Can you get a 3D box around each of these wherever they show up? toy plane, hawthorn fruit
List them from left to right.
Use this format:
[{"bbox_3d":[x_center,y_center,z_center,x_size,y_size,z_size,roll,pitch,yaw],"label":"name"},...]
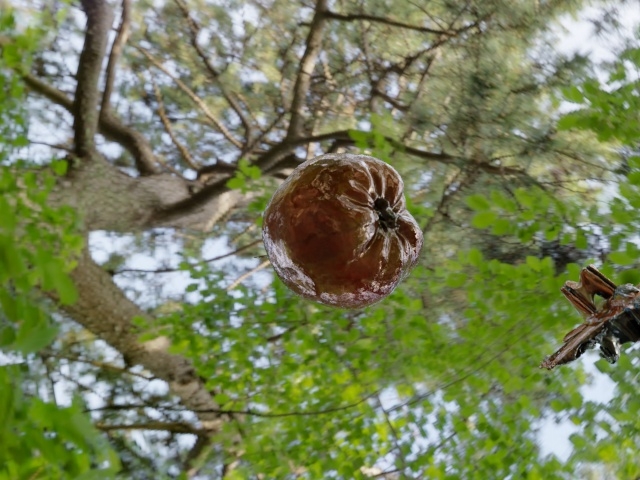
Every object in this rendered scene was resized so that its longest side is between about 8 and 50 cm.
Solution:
[{"bbox_3d":[0.011,0.001,0.725,0.140,0.125,0.125,-38,-105,9],"label":"hawthorn fruit"},{"bbox_3d":[0.222,0.054,0.672,0.135,0.188,0.062,-40,-86,-3],"label":"toy plane"}]
